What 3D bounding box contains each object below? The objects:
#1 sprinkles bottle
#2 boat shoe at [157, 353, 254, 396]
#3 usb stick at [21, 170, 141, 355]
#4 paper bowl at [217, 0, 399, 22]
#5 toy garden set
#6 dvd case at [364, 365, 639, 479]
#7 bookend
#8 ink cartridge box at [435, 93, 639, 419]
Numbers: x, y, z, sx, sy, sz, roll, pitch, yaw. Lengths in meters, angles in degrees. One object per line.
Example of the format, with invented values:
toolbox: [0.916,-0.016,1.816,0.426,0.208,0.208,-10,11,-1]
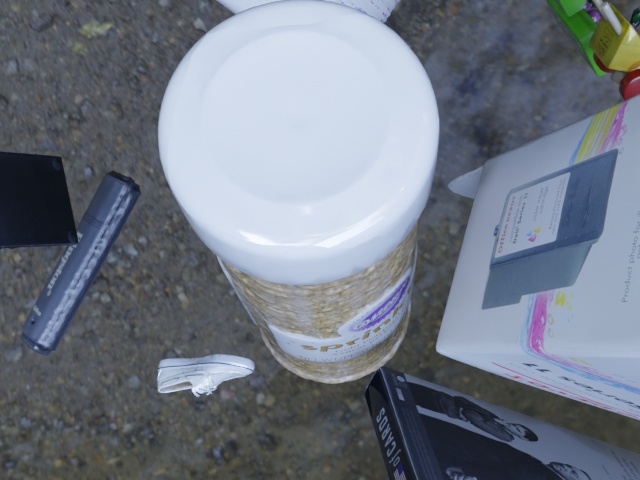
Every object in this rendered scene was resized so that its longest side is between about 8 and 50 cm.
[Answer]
sprinkles bottle: [0.000,0.000,0.557,0.121,0.121,0.355,-32,164,-6]
boat shoe: [-0.107,0.127,0.864,0.100,0.035,0.035,-6,153,20]
usb stick: [-0.342,0.029,1.338,0.045,0.077,0.278,30,87,-47]
paper bowl: [-0.052,-0.324,1.115,0.284,0.284,0.148,32,99,-33]
toy garden set: [0.195,-0.234,0.745,0.049,0.204,0.244,-30,125,14]
dvd case: [0.149,0.165,0.549,0.238,0.179,0.029,21,111,-17]
bookend: [-0.295,-0.012,0.691,0.156,0.157,0.072,-3,79,-63]
ink cartridge box: [0.193,0.028,0.436,0.207,0.353,0.119,19,80,-12]
